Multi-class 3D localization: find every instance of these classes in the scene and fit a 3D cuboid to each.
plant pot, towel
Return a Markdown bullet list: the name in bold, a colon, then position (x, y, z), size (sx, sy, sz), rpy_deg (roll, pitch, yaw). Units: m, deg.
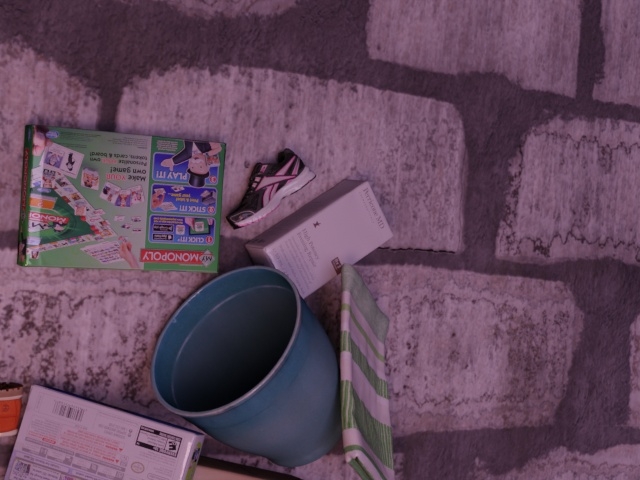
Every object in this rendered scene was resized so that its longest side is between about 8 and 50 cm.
- **plant pot**: position (-0.087, 0.223, 1.803), size (0.272, 0.271, 0.255), rpy_deg (-53, 131, -17)
- **towel**: position (0.078, 0.235, 1.873), size (0.248, 0.038, 0.325), rpy_deg (57, 30, -58)

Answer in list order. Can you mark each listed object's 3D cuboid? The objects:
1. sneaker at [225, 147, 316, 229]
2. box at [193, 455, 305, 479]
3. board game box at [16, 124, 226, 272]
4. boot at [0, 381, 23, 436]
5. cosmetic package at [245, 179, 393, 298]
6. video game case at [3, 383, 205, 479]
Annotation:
- **sneaker**: position (-0.096, -0.088, 1.883), size (0.178, 0.072, 0.077), rpy_deg (-40, 100, -30)
- **box**: position (-0.156, 0.423, 1.827), size (0.311, 0.148, 0.121), rpy_deg (19, 83, -31)
- **board game box**: position (-0.304, -0.060, 1.766), size (0.317, 0.046, 0.213), rpy_deg (3, 92, -31)
- **boot**: position (-0.513, 0.257, 1.660), size (0.158, 0.059, 0.085), rpy_deg (0, 98, -31)
- **cosmetic package**: position (0.000, 0.000, 1.926), size (0.231, 0.085, 0.117), rpy_deg (-35, 110, -23)
- **video game case**: position (-0.333, 0.367, 1.678), size (0.269, 0.061, 0.244), rpy_deg (15, 83, 13)
